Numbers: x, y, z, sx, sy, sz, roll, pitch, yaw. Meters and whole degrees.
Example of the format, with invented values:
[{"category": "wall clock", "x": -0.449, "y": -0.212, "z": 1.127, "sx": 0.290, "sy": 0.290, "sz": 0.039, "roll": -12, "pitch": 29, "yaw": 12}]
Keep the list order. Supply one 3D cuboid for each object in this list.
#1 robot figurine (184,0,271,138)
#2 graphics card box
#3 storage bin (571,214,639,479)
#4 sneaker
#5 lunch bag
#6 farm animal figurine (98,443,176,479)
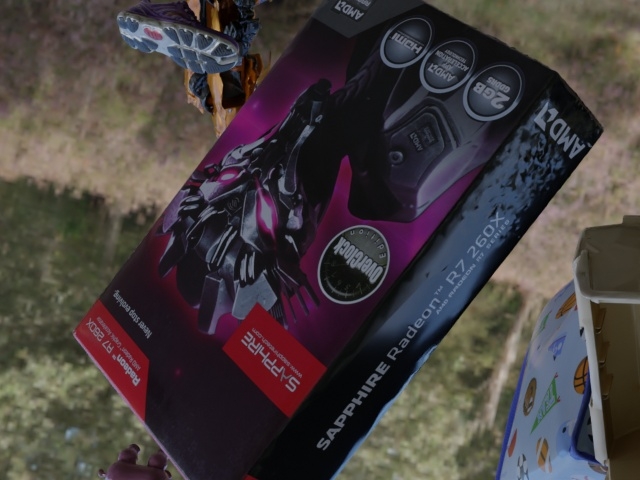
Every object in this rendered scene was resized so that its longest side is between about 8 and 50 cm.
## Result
[{"category": "robot figurine", "x": -0.120, "y": -0.270, "z": 1.446, "sx": 0.085, "sy": 0.291, "sz": 0.211, "roll": -15, "pitch": -135, "yaw": -25}, {"category": "graphics card box", "x": 0.000, "y": 0.000, "z": 0.821, "sx": 0.094, "sy": 0.371, "sz": 0.233, "roll": 36, "pitch": -176, "yaw": -47}, {"category": "storage bin", "x": 0.354, "y": 0.118, "z": 0.958, "sx": 0.260, "sy": 0.262, "sz": 0.123, "roll": 1, "pitch": -144, "yaw": 24}, {"category": "sneaker", "x": -0.162, "y": -0.252, "z": 1.325, "sx": 0.170, "sy": 0.071, "sz": 0.068, "roll": 25, "pitch": 151, "yaw": 25}, {"category": "lunch bag", "x": 0.393, "y": 0.163, "z": 1.442, "sx": 0.239, "sy": 0.385, "sz": 0.328, "roll": 17, "pitch": 152, "yaw": -4}, {"category": "farm animal figurine", "x": -0.111, "y": 0.349, "z": 1.248, "sx": 0.327, "sy": 0.330, "sz": 0.172, "roll": 37, "pitch": -150, "yaw": -3}]
